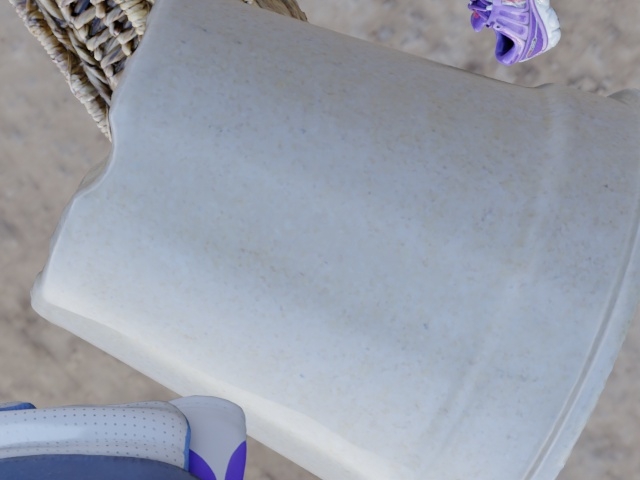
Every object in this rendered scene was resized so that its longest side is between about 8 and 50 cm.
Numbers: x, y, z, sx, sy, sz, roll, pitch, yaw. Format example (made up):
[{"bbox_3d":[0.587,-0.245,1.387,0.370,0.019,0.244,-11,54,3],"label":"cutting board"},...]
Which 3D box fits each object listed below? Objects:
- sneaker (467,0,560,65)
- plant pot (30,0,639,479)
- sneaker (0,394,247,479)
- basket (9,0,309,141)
[{"bbox_3d":[0.155,-0.218,1.440,0.071,0.068,0.170,-32,128,-5],"label":"sneaker"},{"bbox_3d":[0.000,0.000,1.039,0.305,0.334,0.334,23,127,-7],"label":"plant pot"},{"bbox_3d":[-0.048,0.159,0.639,0.322,0.236,0.130,12,144,23],"label":"sneaker"},{"bbox_3d":[-0.164,-0.201,1.384,0.223,0.213,0.299,-31,106,10],"label":"basket"}]
